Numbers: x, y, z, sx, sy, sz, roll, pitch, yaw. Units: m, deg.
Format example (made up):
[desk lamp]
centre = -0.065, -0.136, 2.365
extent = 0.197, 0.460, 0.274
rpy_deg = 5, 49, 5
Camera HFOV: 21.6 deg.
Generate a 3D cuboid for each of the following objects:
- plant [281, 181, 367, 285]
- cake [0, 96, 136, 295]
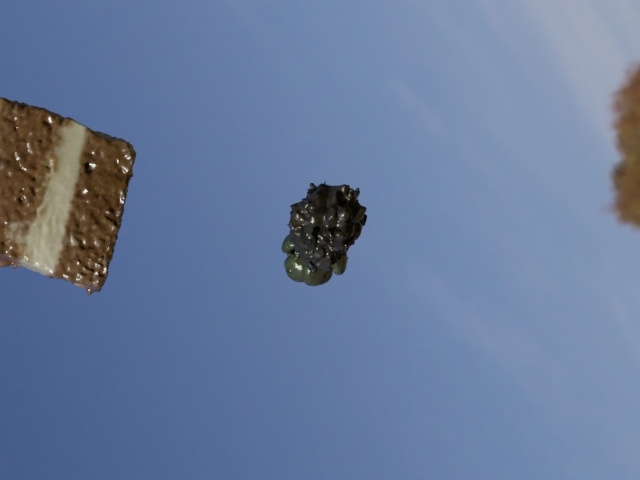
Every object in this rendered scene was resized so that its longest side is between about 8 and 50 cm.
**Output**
[plant]
centre = 0.000, 0.000, 1.678
extent = 0.174, 0.085, 0.087
rpy_deg = 116, 137, -65
[cake]
centre = -0.230, -0.036, 1.337
extent = 0.135, 0.147, 0.135
rpy_deg = 169, 113, -77
